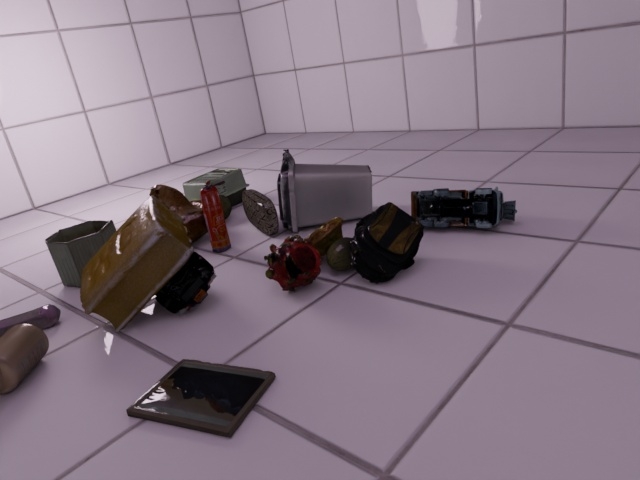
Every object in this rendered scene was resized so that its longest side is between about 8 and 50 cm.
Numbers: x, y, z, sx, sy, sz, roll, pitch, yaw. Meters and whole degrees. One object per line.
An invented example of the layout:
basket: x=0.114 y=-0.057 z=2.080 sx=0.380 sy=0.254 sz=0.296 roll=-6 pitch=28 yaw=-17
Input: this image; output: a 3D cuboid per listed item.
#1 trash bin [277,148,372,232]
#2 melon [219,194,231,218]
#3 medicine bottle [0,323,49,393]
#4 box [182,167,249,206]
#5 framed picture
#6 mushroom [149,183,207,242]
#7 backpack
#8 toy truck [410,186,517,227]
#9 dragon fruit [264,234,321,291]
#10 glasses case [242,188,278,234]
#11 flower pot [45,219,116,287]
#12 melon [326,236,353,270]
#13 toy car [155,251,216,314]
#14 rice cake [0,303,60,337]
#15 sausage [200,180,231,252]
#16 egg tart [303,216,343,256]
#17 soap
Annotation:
trash bin: x=0.018 y=-0.207 z=1.951 sx=0.367 sy=0.296 sz=0.256 roll=-4 pitch=20 yaw=0
melon: x=-0.456 y=-0.142 z=2.208 sx=0.114 sy=0.114 sz=0.167 roll=-5 pitch=29 yaw=12
medicine bottle: x=-0.777 y=0.311 z=1.211 sx=0.114 sy=0.114 sz=0.252 roll=-9 pitch=21 yaw=3
box: x=-0.506 y=-0.241 z=2.406 sx=0.220 sy=0.166 sz=0.290 roll=7 pitch=27 yaw=36
framed picture: x=-0.252 y=0.329 z=1.065 sx=0.265 sy=0.018 sz=0.192 roll=0 pitch=22 yaw=25
mushroom: x=-0.549 y=-0.093 z=2.004 sx=0.267 sy=0.254 sz=0.267 roll=-5 pitch=59 yaw=8
backpack: x=0.184 y=0.019 z=1.465 sx=0.206 sy=0.133 sz=0.258 roll=33 pitch=45 yaw=9
toy truck: x=0.495 y=-0.116 z=1.701 sx=0.338 sy=0.133 sz=0.184 roll=2 pitch=8 yaw=34
dragon fruit: x=-0.092 y=0.069 z=1.460 sx=0.172 sy=0.166 sz=0.160 roll=-30 pitch=43 yaw=50
glasses case: x=-0.251 y=-0.122 z=2.034 sx=0.085 sy=0.137 sz=0.354 roll=-17 pitch=22 yaw=-20
flower pot: x=-0.851 y=0.044 z=1.817 sx=0.239 sy=0.190 sz=0.209 roll=0 pitch=24 yaw=28
melon: x=0.072 y=0.042 z=1.532 sx=0.098 sy=0.098 sz=0.130 roll=10 pitch=28 yaw=42
toy car: x=-0.427 y=0.121 z=1.513 sx=0.193 sy=0.118 sz=0.301 roll=-50 pitch=37 yaw=-13
rice cake: x=-0.979 y=0.278 z=1.453 sx=0.399 sy=0.064 sz=0.070 roll=-19 pitch=29 yaw=-21
sausage: x=-0.391 y=-0.090 z=1.828 sx=0.074 sy=0.274 sz=0.074 roll=-7 pitch=25 yaw=3
egg tart: x=0.000 y=0.002 z=1.623 sx=0.212 sy=0.090 sz=0.212 roll=-33 pitch=4 yaw=3
soap: x=-0.547 y=0.062 z=1.472 sx=0.335 sy=0.156 sz=0.293 roll=-45 pitch=31 yaw=4
